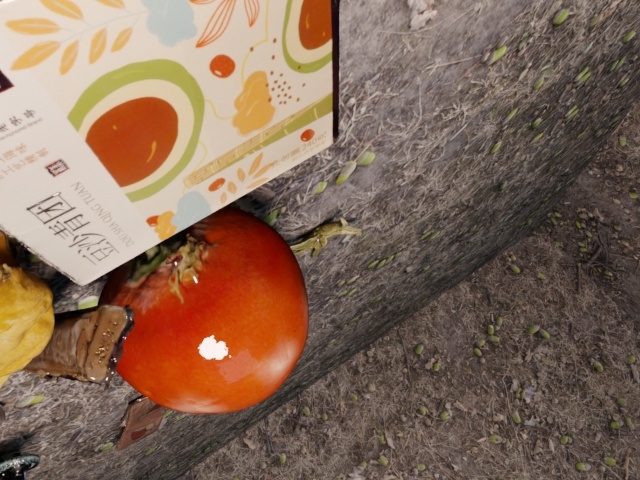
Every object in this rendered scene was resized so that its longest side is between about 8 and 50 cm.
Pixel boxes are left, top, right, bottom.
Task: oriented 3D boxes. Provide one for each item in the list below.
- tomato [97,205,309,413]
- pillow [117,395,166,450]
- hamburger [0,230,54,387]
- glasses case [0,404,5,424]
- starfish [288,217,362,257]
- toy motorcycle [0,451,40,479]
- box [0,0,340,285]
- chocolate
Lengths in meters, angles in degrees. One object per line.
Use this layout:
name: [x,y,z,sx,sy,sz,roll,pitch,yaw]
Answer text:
tomato: [-0.166,0.112,0.749,0.321,0.322,0.322,-30,156,-15]
pillow: [-0.508,0.506,1.360,0.135,0.049,0.248,-15,145,-44]
hamburger: [-0.457,0.114,0.543,0.329,0.162,0.209,-36,160,-8]
glasses case: [-0.670,0.368,0.873,0.190,0.042,0.072,-42,150,12]
starfish: [-0.001,-0.002,1.114,0.223,0.050,0.217,-12,155,-24]
toy motorcycle: [-0.726,0.522,1.010,0.168,0.113,0.315,9,139,-46]
box: [-0.168,-0.154,0.491,0.385,0.122,0.345,-31,157,-12]
chocolate: [-0.357,0.134,0.637,0.329,0.103,0.065,-11,147,41]
